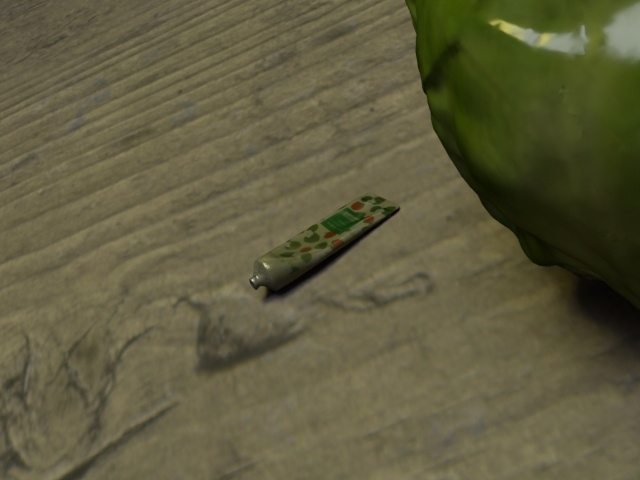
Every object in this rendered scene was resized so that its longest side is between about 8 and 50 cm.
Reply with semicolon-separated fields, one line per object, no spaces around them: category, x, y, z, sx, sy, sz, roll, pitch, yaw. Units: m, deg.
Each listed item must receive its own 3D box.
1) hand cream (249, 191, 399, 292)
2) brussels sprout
hand cream;0.000;0.000;1.105;0.165;0.037;0.057;-34;33;-19
brussels sprout;0.239;-0.162;0.839;0.342;0.361;0.425;-33;34;1
